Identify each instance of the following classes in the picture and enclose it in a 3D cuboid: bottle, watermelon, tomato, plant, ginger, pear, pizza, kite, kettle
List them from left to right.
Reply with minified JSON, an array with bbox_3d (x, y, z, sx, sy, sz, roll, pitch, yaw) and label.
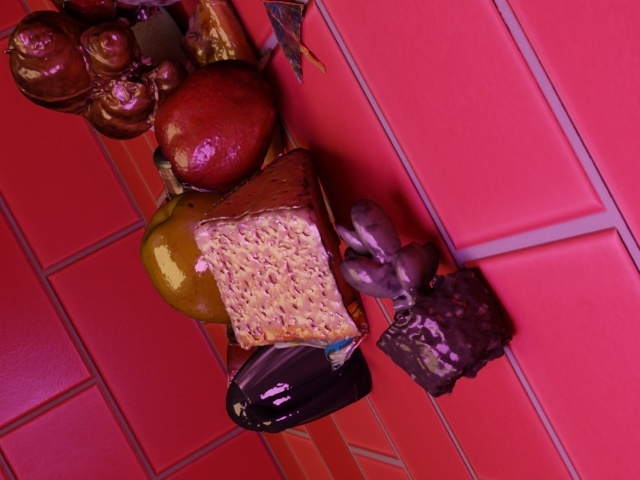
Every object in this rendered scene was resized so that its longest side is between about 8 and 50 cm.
[{"bbox_3d":[-0.377,-0.278,1.757,0.274,0.152,0.357,7,165,45],"label":"ginger"},{"bbox_3d":[-0.344,-0.334,2.015,0.193,0.232,0.310,27,143,3],"label":"watermelon"},{"bbox_3d":[-0.259,-0.095,2.285,0.156,0.143,0.271,-1,122,27],"label":"bottle"},{"bbox_3d":[-0.215,0.035,2.126,0.294,0.294,0.294,53,163,25],"label":"pear"},{"bbox_3d":[-0.164,-0.279,1.769,0.223,0.089,0.323,29,145,56],"label":"pizza"},{"bbox_3d":[-0.121,0.273,2.431,0.309,0.170,0.309,-2,-90,-82],"label":"tomato"},{"bbox_3d":[-0.039,-0.291,1.488,0.159,0.010,0.190,54,164,19],"label":"kite"},{"bbox_3d":[-0.052,0.290,2.048,0.251,0.271,0.207,49,161,39],"label":"kettle"},{"bbox_3d":[0.123,0.063,1.360,0.274,0.149,0.146,52,143,25],"label":"plant"}]

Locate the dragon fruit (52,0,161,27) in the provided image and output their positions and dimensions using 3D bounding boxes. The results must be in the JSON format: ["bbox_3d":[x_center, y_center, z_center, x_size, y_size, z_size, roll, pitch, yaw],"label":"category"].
[{"bbox_3d":[-0.372,-0.473,1.781,0.244,0.244,0.299,79,167,-48],"label":"dragon fruit"}]

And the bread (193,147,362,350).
[{"bbox_3d":[0.000,0.000,1.553,0.279,0.315,0.248,-2,121,44],"label":"bread"}]

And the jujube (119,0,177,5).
[{"bbox_3d":[-0.259,-0.451,1.522,0.317,0.226,0.226,24,140,55],"label":"jujube"}]

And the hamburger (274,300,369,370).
[{"bbox_3d":[-0.040,0.090,1.891,0.276,0.150,0.260,54,161,27],"label":"hamburger"}]

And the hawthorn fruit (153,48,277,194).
[{"bbox_3d":[-0.145,-0.188,1.621,0.189,0.251,0.189,37,-166,-11],"label":"hawthorn fruit"}]
